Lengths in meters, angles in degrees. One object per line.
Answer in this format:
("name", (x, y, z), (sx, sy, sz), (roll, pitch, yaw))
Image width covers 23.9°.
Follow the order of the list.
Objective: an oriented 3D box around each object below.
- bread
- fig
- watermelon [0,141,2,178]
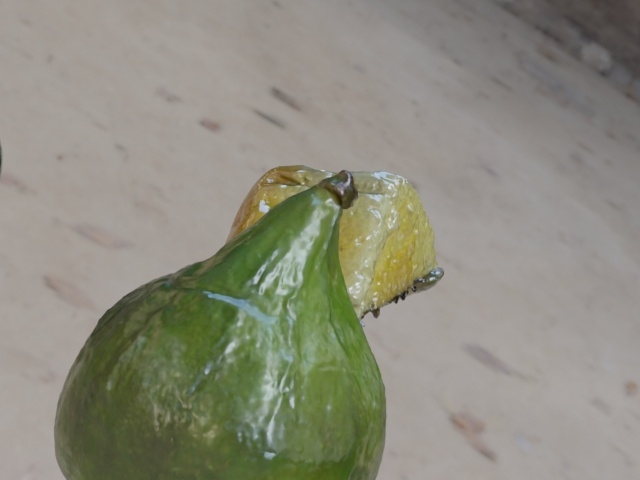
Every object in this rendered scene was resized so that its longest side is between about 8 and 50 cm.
("bread", (0.000, 0.000, 1.598), (0.204, 0.162, 0.262), (3, 11, 22))
("fig", (-0.050, 0.062, 0.906), (0.203, 0.235, 0.203), (12, 9, -2))
("watermelon", (-0.350, -0.080, 1.324), (0.141, 0.140, 0.187), (22, 34, -27))
